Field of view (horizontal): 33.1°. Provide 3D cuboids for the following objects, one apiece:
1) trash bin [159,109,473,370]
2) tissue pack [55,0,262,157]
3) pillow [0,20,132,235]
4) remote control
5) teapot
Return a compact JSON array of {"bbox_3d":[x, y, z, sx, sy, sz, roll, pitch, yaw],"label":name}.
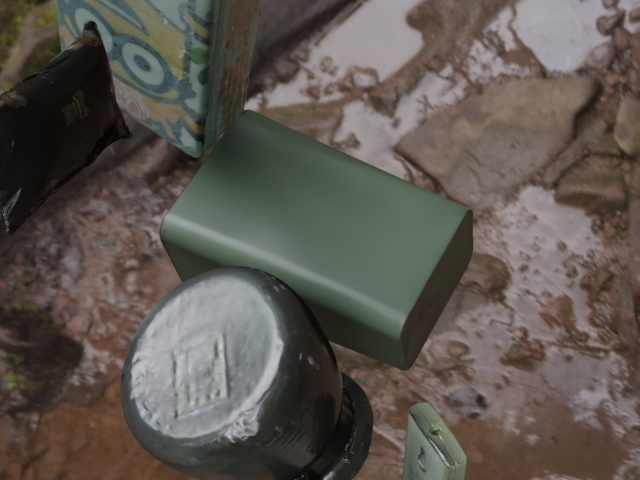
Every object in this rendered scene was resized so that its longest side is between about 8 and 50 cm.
[{"bbox_3d":[0.000,0.000,1.388,0.343,0.158,0.223,23,64,23],"label":"trash bin"},{"bbox_3d":[-0.190,-0.265,1.227,0.228,0.311,0.128,36,62,11],"label":"tissue pack"},{"bbox_3d":[-0.183,-0.080,0.739,0.048,0.150,0.090,18,128,16],"label":"pillow"},{"bbox_3d":[0.129,0.299,1.278,0.038,0.233,0.098,-18,44,-19],"label":"remote control"},{"bbox_3d":[-0.037,0.203,1.171,0.223,0.285,0.305,-45,50,-2],"label":"teapot"}]
